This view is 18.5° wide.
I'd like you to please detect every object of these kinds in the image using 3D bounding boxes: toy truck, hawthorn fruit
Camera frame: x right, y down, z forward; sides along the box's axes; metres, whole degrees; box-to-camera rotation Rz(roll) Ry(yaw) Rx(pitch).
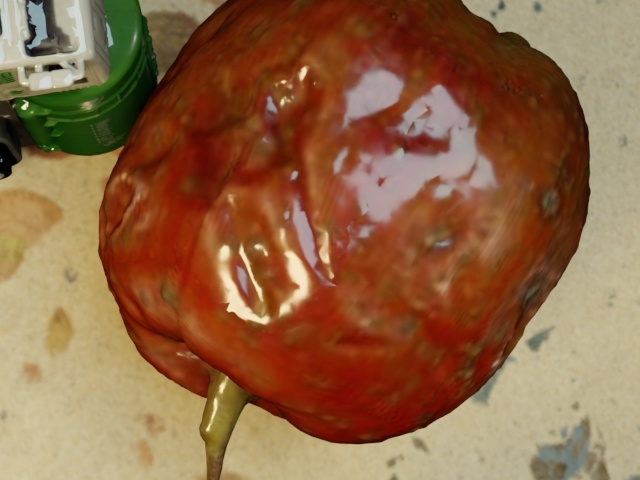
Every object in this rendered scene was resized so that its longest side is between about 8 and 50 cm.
[{"bbox_3d":[-0.148,-0.096,1.000,0.125,0.242,0.101,-7,82,-1],"label":"toy truck"},{"bbox_3d":[0.012,-0.020,1.043,0.262,0.258,0.258,-26,91,-23],"label":"hawthorn fruit"}]
